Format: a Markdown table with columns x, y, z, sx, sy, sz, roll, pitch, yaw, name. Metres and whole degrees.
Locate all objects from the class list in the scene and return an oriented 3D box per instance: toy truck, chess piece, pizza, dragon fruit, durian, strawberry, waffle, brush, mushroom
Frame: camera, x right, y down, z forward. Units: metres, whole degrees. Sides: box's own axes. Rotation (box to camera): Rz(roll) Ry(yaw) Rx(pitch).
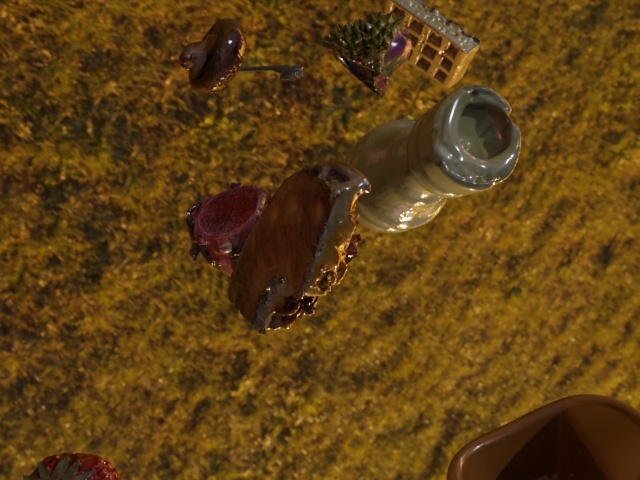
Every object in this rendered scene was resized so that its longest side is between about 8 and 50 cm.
| x | y | z | sx | sy | sz | roll | pitch | yaw | name |
| --- | --- | --- | --- | --- | --- | --- | --- | --- | --- |
| 0.300 | 0.311 | 0.985 | 0.288 | 0.204 | 0.212 | -17 | 113 | 0 | toy truck |
| 0.207 | -0.147 | 1.689 | 0.234 | 0.234 | 0.442 | -42 | -173 | -16 | chess piece |
| -0.020 | 0.013 | 0.964 | 0.085 | 0.161 | 0.305 | 10 | 153 | -23 | pizza |
| -0.184 | -0.022 | 1.900 | 0.147 | 0.282 | 0.211 | 53 | 33 | -52 | dragon fruit |
| 0.076 | -0.295 | 1.312 | 0.108 | 0.119 | 0.186 | -52 | 173 | 3 | durian |
| -0.443 | 0.508 | 1.671 | 0.205 | 0.205 | 0.244 | -47 | 149 | -10 | strawberry |
| 0.248 | -0.481 | 2.123 | 0.055 | 0.248 | 0.221 | -54 | 176 | -14 | waffle |
| -0.156 | -0.382 | 2.000 | 0.062 | 0.266 | 0.027 | -39 | 129 | -54 | brush |
| -0.161 | -0.285 | 1.378 | 0.126 | 0.085 | 0.109 | -37 | -170 | 46 | mushroom |
